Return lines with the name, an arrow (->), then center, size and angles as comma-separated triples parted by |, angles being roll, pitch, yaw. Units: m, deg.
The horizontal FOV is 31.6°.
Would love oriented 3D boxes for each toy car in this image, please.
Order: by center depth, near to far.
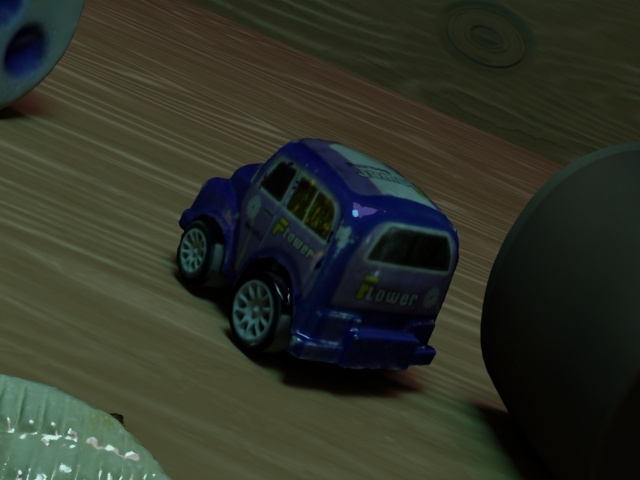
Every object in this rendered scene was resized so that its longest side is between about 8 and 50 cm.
toy car -> 0.000, 0.000, 0.941 | 0.172, 0.158, 0.235 | 9, 21, -43

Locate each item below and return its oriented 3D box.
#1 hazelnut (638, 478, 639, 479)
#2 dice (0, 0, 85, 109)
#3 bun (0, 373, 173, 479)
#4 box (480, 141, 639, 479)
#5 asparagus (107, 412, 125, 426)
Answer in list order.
hazelnut -> 0.269, 0.202, 0.691 | 0.178, 0.178, 0.204 | 30, 12, 23
dice -> -0.407, -0.288, 1.131 | 0.259, 0.251, 0.243 | 30, 16, 22
bun -> -0.131, 0.132, 0.423 | 0.188, 0.111, 0.164 | 14, 35, -13
box -> 0.290, 0.094, 0.859 | 0.301, 0.301, 0.216 | 18, 23, -18
asparagus -> -0.146, 0.117, 0.586 | 0.036, 0.030, 0.165 | 17, 14, 15
